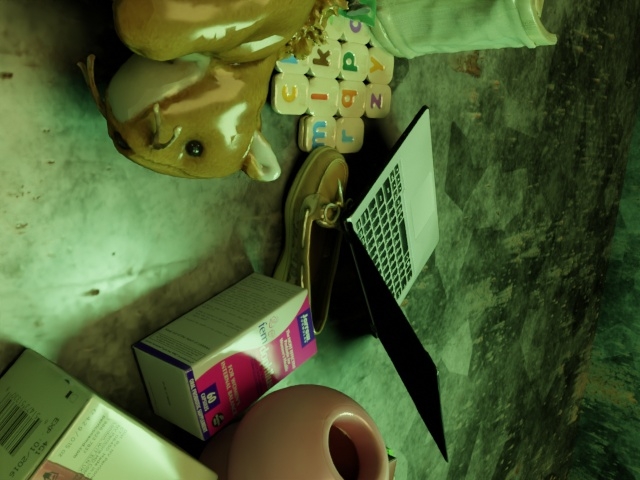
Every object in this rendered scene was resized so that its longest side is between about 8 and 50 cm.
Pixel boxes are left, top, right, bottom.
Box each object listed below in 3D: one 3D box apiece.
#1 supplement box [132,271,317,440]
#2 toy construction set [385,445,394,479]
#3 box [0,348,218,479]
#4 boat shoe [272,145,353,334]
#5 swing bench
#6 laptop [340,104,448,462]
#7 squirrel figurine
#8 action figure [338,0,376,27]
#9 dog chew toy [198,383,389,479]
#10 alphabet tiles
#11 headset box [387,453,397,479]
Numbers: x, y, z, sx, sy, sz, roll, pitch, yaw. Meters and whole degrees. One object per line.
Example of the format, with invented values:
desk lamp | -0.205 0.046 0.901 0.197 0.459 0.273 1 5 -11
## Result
supplement box | -0.120 0.147 0.857 0.220 0.114 0.111 -33 124 -41
toy construction set | 0.135 0.608 1.203 0.309 0.237 0.257 -49 134 -28
box | -0.253 0.245 0.701 0.126 0.149 0.232 -56 136 -21
boat shoe | 0.000 0.000 0.964 0.105 0.089 0.285 4 101 -49
swing bench | 0.206 -0.413 0.929 0.165 0.253 0.254 -1 96 -53
laptop | 0.188 0.075 1.038 0.408 0.236 0.382 -54 151 -24
squirrel figurine | -0.070 -0.250 0.643 0.397 0.281 0.370 -38 147 -47
action figure | 0.040 -0.434 0.885 0.137 0.064 0.232 8 80 -45
dog chew toy | -0.071 0.320 0.832 0.207 0.332 0.206 31 42 -32
alphabet tiles | 0.026 -0.276 0.966 0.278 0.021 0.284 -12 110 -48
headset box | -0.015 0.413 0.980 0.110 0.218 0.293 -1 102 -51
